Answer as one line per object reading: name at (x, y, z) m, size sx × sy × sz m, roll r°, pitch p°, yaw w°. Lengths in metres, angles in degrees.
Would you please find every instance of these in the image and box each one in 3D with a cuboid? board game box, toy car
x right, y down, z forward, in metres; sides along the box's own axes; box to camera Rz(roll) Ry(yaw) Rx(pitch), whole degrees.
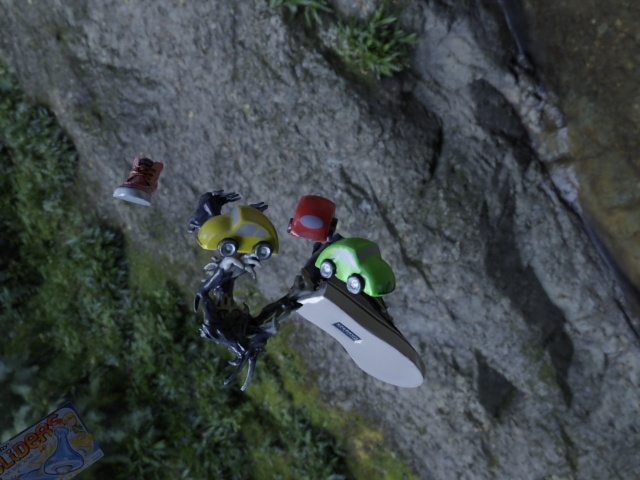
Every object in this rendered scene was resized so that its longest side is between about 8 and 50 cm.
board game box at (-0.561, 0.438, 1.335) m, size 0.136 × 0.201 × 0.035 m, roll 57°, pitch 146°, yaw -1°
toy car at (0.000, 0.000, 0.812) m, size 0.225 × 0.239 × 0.053 m, roll 26°, pitch 115°, yaw 34°

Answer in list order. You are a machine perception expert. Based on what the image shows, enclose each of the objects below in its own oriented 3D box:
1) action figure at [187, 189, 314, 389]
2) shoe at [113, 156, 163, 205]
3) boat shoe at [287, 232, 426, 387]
action figure at (-0.103, 0.059, 0.932) m, size 0.164 × 0.141 × 0.275 m, roll 32°, pitch -141°, yaw -55°
shoe at (-0.314, -0.106, 1.152) m, size 0.178 × 0.064 × 0.081 m, roll -176°, pitch 98°, yaw -81°
boat shoe at (0.094, 0.130, 1.249) m, size 0.127 × 0.158 × 0.340 m, roll -18°, pitch 129°, yaw 40°
